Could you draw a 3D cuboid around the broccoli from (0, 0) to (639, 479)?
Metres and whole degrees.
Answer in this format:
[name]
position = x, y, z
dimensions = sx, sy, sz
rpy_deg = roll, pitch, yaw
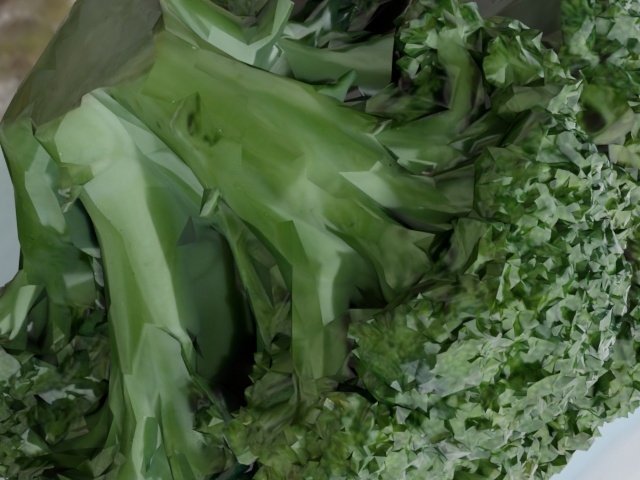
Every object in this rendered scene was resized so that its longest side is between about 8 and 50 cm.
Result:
[broccoli]
position = -0.007, 0.006, 0.870
dimensions = 0.413, 0.310, 0.321
rpy_deg = -110, -148, -56
